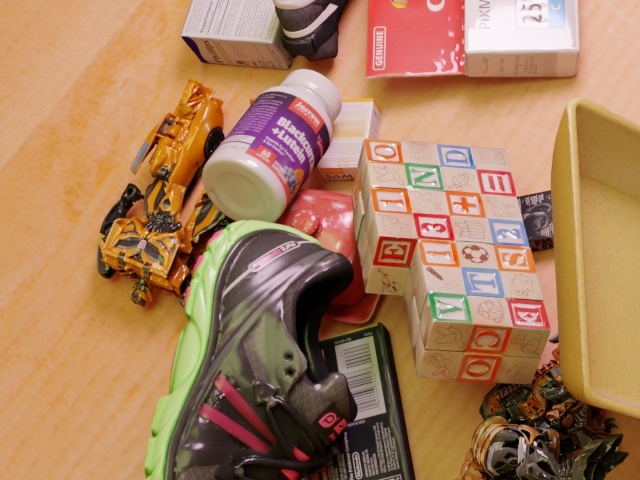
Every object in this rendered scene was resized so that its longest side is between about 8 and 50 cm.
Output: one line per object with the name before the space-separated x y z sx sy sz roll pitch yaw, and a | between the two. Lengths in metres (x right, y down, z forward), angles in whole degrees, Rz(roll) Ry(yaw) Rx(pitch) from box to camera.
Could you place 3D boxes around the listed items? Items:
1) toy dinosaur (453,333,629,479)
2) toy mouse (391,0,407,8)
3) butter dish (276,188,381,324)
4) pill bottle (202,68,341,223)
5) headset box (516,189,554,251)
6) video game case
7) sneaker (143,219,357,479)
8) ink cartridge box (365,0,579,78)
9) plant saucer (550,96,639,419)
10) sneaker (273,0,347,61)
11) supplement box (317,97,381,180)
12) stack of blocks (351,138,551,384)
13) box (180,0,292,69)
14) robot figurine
toy dinosaur | 0.237 0.239 1.748 0.218 0.164 0.322 30 97 45
toy mouse | 0.133 -0.328 2.096 0.143 0.031 0.161 -37 58 1
butter dish | 0.000 0.000 1.941 0.160 0.118 0.160 13 70 26
pill bottle | -0.051 -0.116 1.955 0.108 0.108 0.193 12 47 25
headset box | 0.254 -0.022 1.903 0.083 0.032 0.062 -12 63 15
video game case | -0.020 0.252 1.878 0.248 0.035 0.275 -16 62 13
sneaker | -0.069 0.210 1.789 0.202 0.185 0.483 6 77 15
ink cartridge box | 0.187 -0.342 2.033 0.261 0.066 0.296 -1 65 6
plant saucer | 0.353 0.056 1.700 0.081 0.333 0.333 -26 53 45
sneaker | 0.006 -0.304 2.111 0.079 0.121 0.217 11 36 28
supplement box | 0.036 -0.125 2.034 0.062 0.036 0.098 1 66 21
stack of blocks | 0.137 0.018 1.805 0.171 0.087 0.297 4 42 -10
box | -0.095 -0.300 2.147 0.137 0.072 0.126 8 69 23
robot figurine | -0.169 -0.053 2.051 0.211 0.085 0.291 19 74 28
